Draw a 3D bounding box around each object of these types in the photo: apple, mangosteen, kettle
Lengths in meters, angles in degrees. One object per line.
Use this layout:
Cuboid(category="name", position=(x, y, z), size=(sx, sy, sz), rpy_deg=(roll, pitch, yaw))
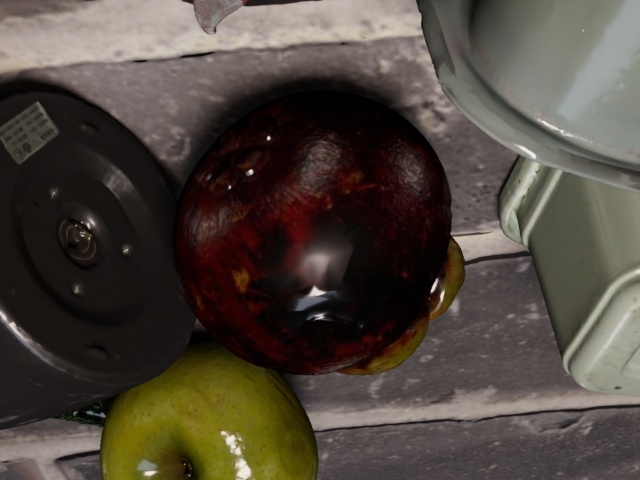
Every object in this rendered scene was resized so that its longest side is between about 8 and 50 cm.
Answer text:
Cuboid(category="apple", position=(-0.095, 0.185, 0.950), size=(0.196, 0.196, 0.157), rpy_deg=(-29, 172, 28))
Cuboid(category="mangosteen", position=(0.000, 0.000, 0.736), size=(0.209, 0.210, 0.210), rpy_deg=(-1, 139, -1))
Cuboid(category="kettle", position=(-0.274, 0.017, 0.778), size=(0.290, 0.207, 0.268), rpy_deg=(-23, 104, 32))

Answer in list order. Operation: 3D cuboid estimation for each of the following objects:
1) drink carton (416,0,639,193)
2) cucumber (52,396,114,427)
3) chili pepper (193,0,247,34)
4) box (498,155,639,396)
Cuboid(category="drink carton", position=(0.177, -0.148, 0.587), size=(0.191, 0.185, 0.190), rpy_deg=(15, 133, -15))
Cuboid(category="cucumber", position=(-0.251, 0.145, 1.009), size=(0.256, 0.043, 0.044), rpy_deg=(15, 141, -18))
Cuboid(category="chili pepper", position=(-0.038, -0.177, 0.652), size=(0.050, 0.041, 0.153), rpy_deg=(39, 144, -12))
Cuboid(category="box", position=(0.303, 0.018, 0.773), size=(0.311, 0.182, 0.175), rpy_deg=(8, 138, -11))
